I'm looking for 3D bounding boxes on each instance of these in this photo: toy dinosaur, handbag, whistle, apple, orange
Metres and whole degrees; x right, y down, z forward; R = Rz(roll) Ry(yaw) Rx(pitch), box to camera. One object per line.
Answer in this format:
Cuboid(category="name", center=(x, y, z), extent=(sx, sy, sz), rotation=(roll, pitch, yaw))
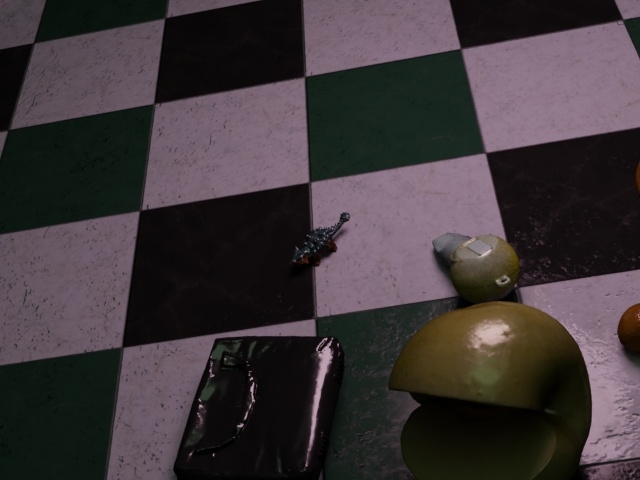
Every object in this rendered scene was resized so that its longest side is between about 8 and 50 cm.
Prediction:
Cuboid(category="toy dinosaur", center=(0.000, 0.000, 1.804), extent=(0.049, 0.055, 0.154), rotation=(29, 62, 39))
Cuboid(category="handbag", center=(-0.091, 0.272, 1.547), extent=(0.244, 0.088, 0.275), rotation=(-1, 50, 17))
Cuboid(category="whistle", center=(0.263, 0.043, 1.676), extent=(0.123, 0.122, 0.223), rotation=(-28, 25, -12))
Cuboid(category="apple", center=(0.234, 0.229, 1.365), extent=(0.254, 0.292, 0.292), rotation=(-1, 42, 47))
Cuboid(category="orange", center=(0.504, 0.137, 1.523), extent=(0.085, 0.085, 0.085), rotation=(-8, 46, 8))

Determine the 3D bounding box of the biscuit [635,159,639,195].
Cuboid(category="biscuit", center=(0.696, -0.116, 1.743), extent=(0.262, 0.037, 0.261), rotation=(-7, 46, 7))
